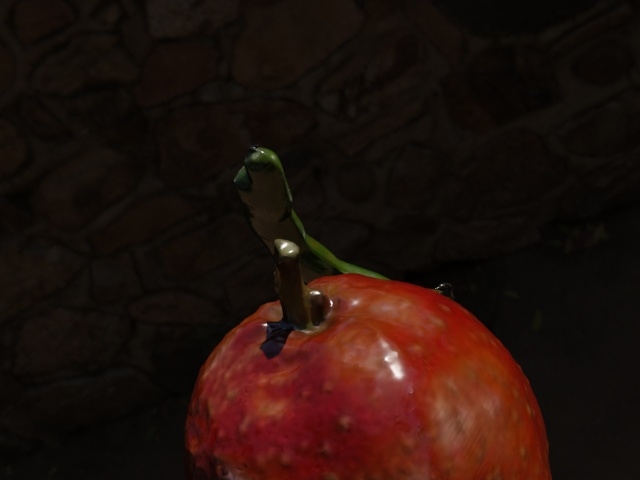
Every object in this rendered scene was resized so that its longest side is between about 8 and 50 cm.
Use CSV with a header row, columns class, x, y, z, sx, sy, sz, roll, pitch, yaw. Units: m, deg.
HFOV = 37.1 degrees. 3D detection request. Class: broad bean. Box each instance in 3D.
class,x,y,z,sx,sy,sz,roll,pitch,yaw
broad bean,0.000,0.000,0.980,0.144,0.292,0.049,-17,46,45

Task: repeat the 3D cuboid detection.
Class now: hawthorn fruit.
class,x,y,z,sx,sy,sz,roll,pitch,yaw
hawthorn fruit,0.021,0.109,0.524,0.205,0.253,0.205,-14,16,4
